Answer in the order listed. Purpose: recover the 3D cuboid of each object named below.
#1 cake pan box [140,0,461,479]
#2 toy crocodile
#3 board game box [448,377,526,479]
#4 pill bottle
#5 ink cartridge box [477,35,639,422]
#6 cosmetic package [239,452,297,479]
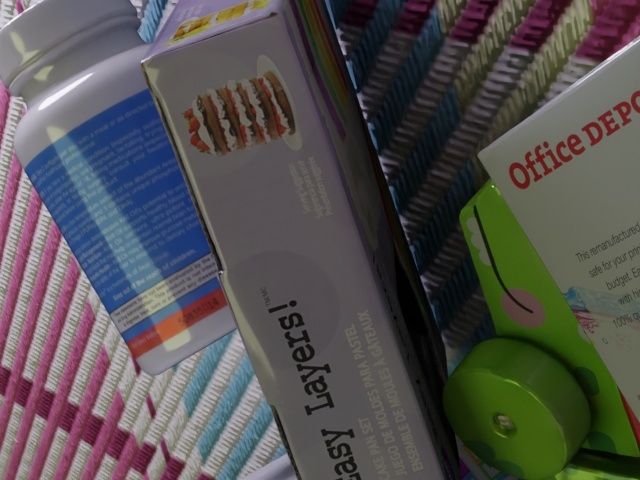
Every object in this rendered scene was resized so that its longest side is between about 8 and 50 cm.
[{"bbox_3d":[0.000,0.000,0.788,0.245,0.070,0.266,-78,-30,-72],"label":"cake pan box"},{"bbox_3d":[0.141,0.104,0.753,0.105,0.115,0.340,5,123,39],"label":"toy crocodile"},{"bbox_3d":[0.087,0.155,0.961,0.154,0.026,0.103,51,149,15],"label":"board game box"},{"bbox_3d":[-0.107,-0.042,0.986,0.221,0.124,0.124,59,150,1],"label":"pill bottle"},{"bbox_3d":[0.172,-0.004,0.594,0.176,0.127,0.128,59,151,2],"label":"ink cartridge box"},{"bbox_3d":[-0.038,0.374,0.943,0.393,0.329,0.327,59,176,0],"label":"cosmetic package"}]
